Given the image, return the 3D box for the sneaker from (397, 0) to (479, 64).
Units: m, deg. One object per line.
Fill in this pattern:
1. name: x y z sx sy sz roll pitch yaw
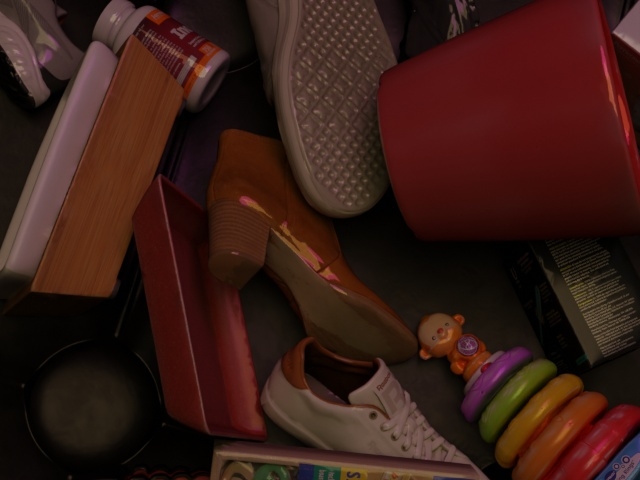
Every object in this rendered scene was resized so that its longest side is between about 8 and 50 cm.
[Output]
1. sneaker: 0.137 -0.223 1.404 0.130 0.109 0.286 -18 75 -4

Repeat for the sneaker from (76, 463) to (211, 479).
1. sneaker: -0.106 0.313 1.242 0.314 0.116 0.136 1 89 -2

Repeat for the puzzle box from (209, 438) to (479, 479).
1. puzzle box: 0.003 0.417 1.172 0.272 0.052 0.409 6 93 -5

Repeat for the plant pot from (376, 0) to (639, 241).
1. plant pot: 0.204 -0.117 1.239 0.243 0.275 0.275 -13 75 18

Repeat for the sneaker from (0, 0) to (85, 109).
1. sneaker: -0.374 -0.286 1.379 0.108 0.100 0.271 -30 84 -24

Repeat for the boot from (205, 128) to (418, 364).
1. boot: -0.001 0.000 1.326 0.295 0.104 0.211 31 42 -25

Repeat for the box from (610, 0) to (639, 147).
1. box: 0.394 -0.203 1.386 0.130 0.170 0.091 40 75 7

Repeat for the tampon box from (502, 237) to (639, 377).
1. tampon box: 0.299 0.064 1.328 0.101 0.120 0.161 -22 78 -11

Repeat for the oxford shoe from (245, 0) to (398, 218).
1. oxford shoe: -0.013 -0.230 1.371 0.169 0.130 0.449 0 69 -35

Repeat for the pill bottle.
1. pill bottle: -0.190 -0.223 1.376 0.152 0.086 0.086 32 74 3

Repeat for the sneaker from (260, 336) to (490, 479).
1. sneaker: 0.075 0.209 1.252 0.290 0.123 0.106 31 42 3

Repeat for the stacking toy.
1. stacking toy: 0.223 0.182 1.290 0.175 0.166 0.302 -45 68 -6

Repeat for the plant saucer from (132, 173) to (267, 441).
1. plant saucer: -0.128 0.085 1.217 0.048 0.258 0.259 -15 77 7

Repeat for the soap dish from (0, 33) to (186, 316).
1. soap dish: -0.255 -0.055 1.261 0.118 0.229 0.290 23 73 -17
